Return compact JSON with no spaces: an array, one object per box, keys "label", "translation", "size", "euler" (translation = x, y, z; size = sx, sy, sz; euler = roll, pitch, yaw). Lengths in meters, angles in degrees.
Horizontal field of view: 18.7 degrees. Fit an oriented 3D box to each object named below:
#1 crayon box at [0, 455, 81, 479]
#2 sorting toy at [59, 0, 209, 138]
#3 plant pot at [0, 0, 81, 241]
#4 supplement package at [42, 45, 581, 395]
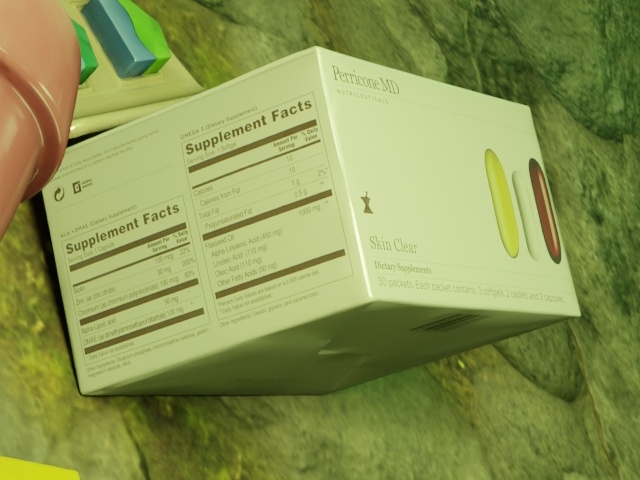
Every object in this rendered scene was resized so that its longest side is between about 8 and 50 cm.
[{"label":"crayon box","translation":[-0.160,0.239,0.811],"size":[0.202,0.081,0.318],"euler":[23,44,-50]},{"label":"sorting toy","translation":[-0.168,-0.149,1.185],"size":[0.208,0.038,0.193],"euler":[46,25,11]},{"label":"plant pot","translation":[-0.222,-0.027,0.879],"size":[0.201,0.201,0.180],"euler":[36,51,-38]},{"label":"supplement package","translation":[0.000,0.000,1.171],"size":[0.262,0.204,0.145],"euler":[6,68,-58]}]
